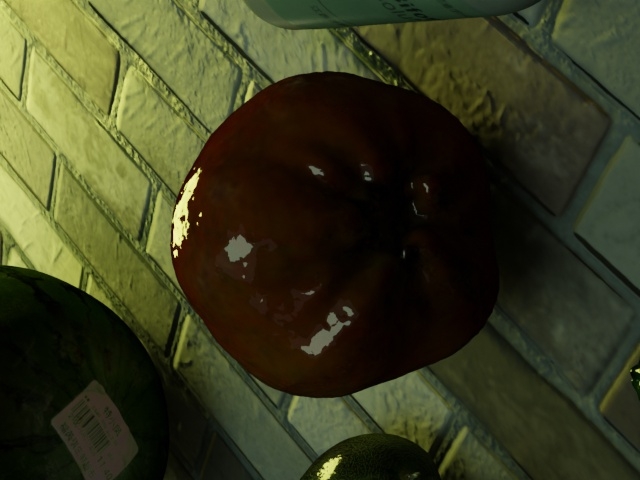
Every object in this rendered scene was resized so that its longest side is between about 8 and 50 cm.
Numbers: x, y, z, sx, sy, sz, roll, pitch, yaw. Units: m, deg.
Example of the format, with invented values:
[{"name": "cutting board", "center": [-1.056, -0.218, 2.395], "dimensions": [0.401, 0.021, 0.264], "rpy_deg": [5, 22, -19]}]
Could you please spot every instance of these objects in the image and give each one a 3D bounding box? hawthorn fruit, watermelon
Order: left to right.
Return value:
[{"name": "watermelon", "center": [-0.327, 0.190, 1.277], "dimensions": [0.363, 0.363, 0.363], "rpy_deg": [28, 129, 41]}, {"name": "hawthorn fruit", "center": [0.000, 0.000, 0.868], "dimensions": [0.261, 0.224, 0.224], "rpy_deg": [-8, 102, 69]}]

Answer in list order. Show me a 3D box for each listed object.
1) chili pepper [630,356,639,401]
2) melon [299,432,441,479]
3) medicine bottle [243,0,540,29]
[{"name": "chili pepper", "center": [0.238, 0.097, 0.759], "dimensions": [0.118, 0.035, 0.055], "rpy_deg": [-8, 89, 63]}, {"name": "melon", "center": [0.036, 0.214, 1.006], "dimensions": [0.114, 0.114, 0.167], "rpy_deg": [58, 143, 13]}, {"name": "medicine bottle", "center": [0.085, -0.185, 0.732], "dimensions": [0.352, 0.110, 0.110], "rpy_deg": [8, 114, 50]}]
